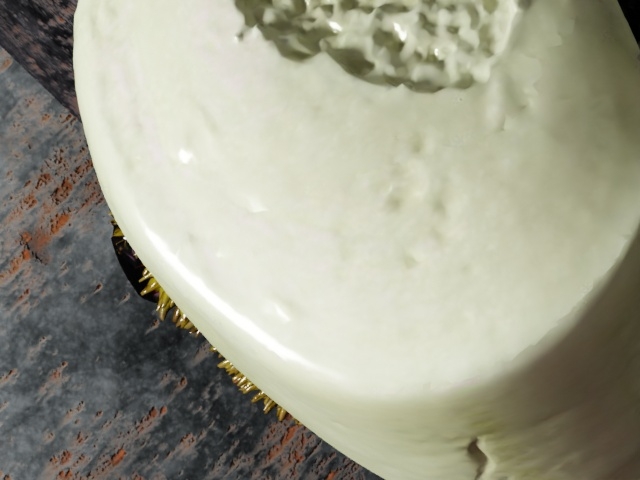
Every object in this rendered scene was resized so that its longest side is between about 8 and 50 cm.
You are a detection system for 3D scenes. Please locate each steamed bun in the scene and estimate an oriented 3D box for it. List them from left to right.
[{"bbox_3d":[0.032,-0.051,0.908,0.371,0.290,0.456,61,-174,-61],"label":"steamed bun"}]

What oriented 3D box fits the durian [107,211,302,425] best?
[{"bbox_3d":[-0.004,-0.004,1.285,0.347,0.347,0.384,39,-155,5],"label":"durian"}]
